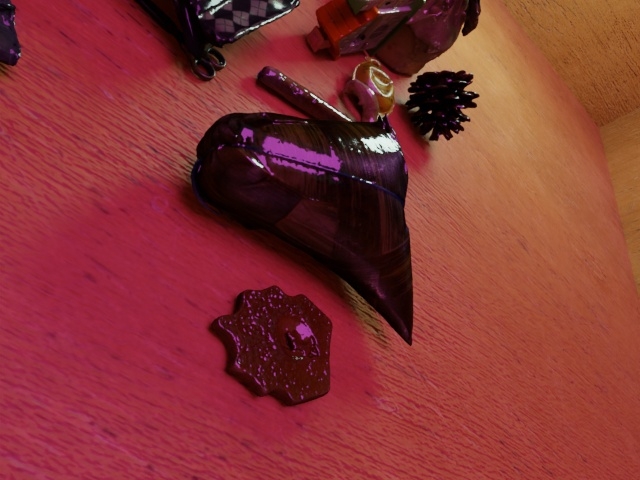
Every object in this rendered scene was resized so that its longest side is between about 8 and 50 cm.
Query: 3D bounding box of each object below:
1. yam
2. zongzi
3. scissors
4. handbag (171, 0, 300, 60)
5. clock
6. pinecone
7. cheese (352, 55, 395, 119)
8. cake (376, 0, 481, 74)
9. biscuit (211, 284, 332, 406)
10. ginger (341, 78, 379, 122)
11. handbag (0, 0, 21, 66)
[{"bbox_3d":[-0.024,-0.301,1.069,0.264,0.046,0.046,25,52,-35],"label":"yam"},{"bbox_3d":[0.000,0.000,0.827,0.404,0.208,0.431,-5,83,-40],"label":"zongzi"},{"bbox_3d":[-0.272,-0.388,0.899,0.220,0.017,0.088,42,47,-19],"label":"scissors"},{"bbox_3d":[-0.220,-0.552,0.852,0.416,0.180,0.316,62,37,-31],"label":"handbag"},{"bbox_3d":[0.095,-0.554,1.215,0.255,0.220,0.106,-28,87,-41],"label":"clock"},{"bbox_3d":[0.338,-0.373,1.362,0.208,0.208,0.207,23,52,-34],"label":"pinecone"},{"bbox_3d":[0.140,-0.351,1.248,0.157,0.064,0.249,8,72,-39],"label":"cheese"},{"bbox_3d":[0.296,-0.691,1.408,0.333,0.321,0.332,22,55,-36],"label":"cake"},{"bbox_3d":[-0.073,0.156,0.761,0.215,0.034,0.182,25,51,-30],"label":"biscuit"},{"bbox_3d":[0.115,-0.255,1.163,0.089,0.075,0.287,-15,86,-37],"label":"ginger"},{"bbox_3d":[-0.488,-0.353,0.624,0.175,0.089,0.270,2,64,-53],"label":"handbag"}]
